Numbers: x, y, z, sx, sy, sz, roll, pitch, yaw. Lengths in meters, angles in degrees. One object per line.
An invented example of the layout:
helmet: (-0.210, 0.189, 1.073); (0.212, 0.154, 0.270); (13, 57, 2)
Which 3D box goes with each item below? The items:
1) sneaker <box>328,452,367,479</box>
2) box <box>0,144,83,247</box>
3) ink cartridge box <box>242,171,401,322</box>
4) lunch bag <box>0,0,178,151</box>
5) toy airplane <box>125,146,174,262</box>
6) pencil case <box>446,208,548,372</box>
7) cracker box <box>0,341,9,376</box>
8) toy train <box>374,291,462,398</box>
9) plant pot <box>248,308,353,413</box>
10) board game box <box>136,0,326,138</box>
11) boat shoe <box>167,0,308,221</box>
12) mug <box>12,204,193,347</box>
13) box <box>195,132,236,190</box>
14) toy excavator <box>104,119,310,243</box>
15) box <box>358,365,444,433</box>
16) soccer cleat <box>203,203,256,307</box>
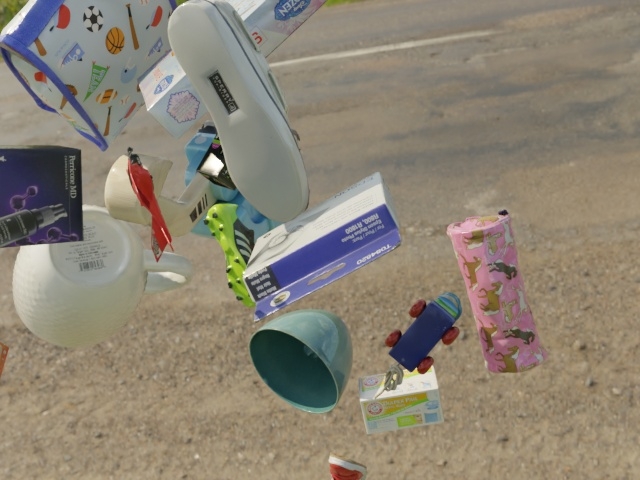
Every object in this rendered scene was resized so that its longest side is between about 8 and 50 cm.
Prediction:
sneaker: (0.023, 0.284, 0.799); (0.042, 0.118, 0.067); (18, 68, 21)
box: (-0.484, -0.071, 1.087); (0.207, 0.153, 0.108); (-7, 13, -36)
ink cartridge box: (0.000, 0.000, 0.969); (0.223, 0.045, 0.224); (-29, 18, 11)
lunch bag: (-0.461, -0.418, 1.410); (0.239, 0.385, 0.327); (32, 78, 4)
toy airplane: (-0.211, -0.044, 0.864); (0.028, 0.151, 0.151); (-19, 27, -14)
pencil case: (0.423, 0.128, 1.677); (0.167, 0.385, 0.160); (-20, 6, -32)
cracker box: (-0.670, 0.220, 1.263); (0.067, 0.232, 0.155); (-5, 58, 11)
toy train: (0.199, 0.217, 1.466); (0.105, 0.248, 0.143); (40, 26, 12)
plant pot: (-0.023, 0.300, 1.932); (0.290, 0.290, 0.195); (10, 38, 35)
board game box: (-0.155, -0.324, 1.140); (0.318, 0.066, 0.318); (-42, 26, 2)
boat shoe: (-0.080, -0.153, 0.818); (0.096, 0.267, 0.088); (-23, 12, 36)
mug: (-0.465, 0.069, 1.528); (0.374, 0.276, 0.328); (3, -20, -23)
box: (-0.162, -0.138, 1.213); (0.062, 0.052, 0.083); (20, 78, 41)
toy excavator: (-0.227, -0.094, 1.473); (0.223, 0.432, 0.445); (10, 50, 21)
box: (0.207, 0.413, 1.821); (0.203, 0.114, 0.103); (-11, 24, 6)
soccer cleat: (-0.129, 0.021, 1.153); (0.060, 0.178, 0.072); (-23, -2, 40)
